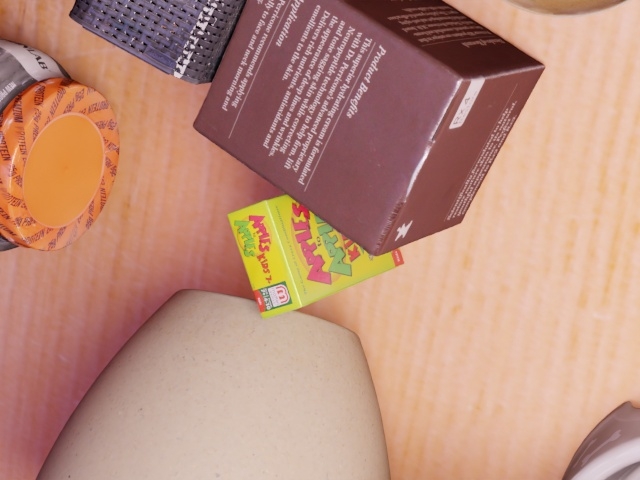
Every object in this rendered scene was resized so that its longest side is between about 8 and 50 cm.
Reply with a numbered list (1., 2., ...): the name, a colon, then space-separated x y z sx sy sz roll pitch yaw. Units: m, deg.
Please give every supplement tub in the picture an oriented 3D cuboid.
1. supplement tub: -0.379 -0.110 1.497 0.338 0.207 0.207 16 108 27

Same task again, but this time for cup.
1. cup: -0.073 0.177 1.342 0.331 0.331 0.237 10 80 29

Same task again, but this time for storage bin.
1. storage bin: -0.119 -0.198 1.289 0.122 0.180 0.084 29 103 6

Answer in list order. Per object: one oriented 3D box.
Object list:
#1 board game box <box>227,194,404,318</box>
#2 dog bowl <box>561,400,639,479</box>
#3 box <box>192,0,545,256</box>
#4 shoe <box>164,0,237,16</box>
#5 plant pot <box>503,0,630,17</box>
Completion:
1. board game box: 0.000 0.000 1.307 0.043 0.181 0.092 -18 91 32
2. dog bowl: 0.328 0.287 1.220 0.349 0.102 0.348 7 105 29
3. box: 0.039 -0.120 1.267 0.203 0.167 0.168 36 116 20
4. shoe: -0.145 -0.253 1.413 0.219 0.058 0.076 14 102 12
5. plant pot: 0.201 -0.297 1.213 0.236 0.032 0.236 7 104 30
